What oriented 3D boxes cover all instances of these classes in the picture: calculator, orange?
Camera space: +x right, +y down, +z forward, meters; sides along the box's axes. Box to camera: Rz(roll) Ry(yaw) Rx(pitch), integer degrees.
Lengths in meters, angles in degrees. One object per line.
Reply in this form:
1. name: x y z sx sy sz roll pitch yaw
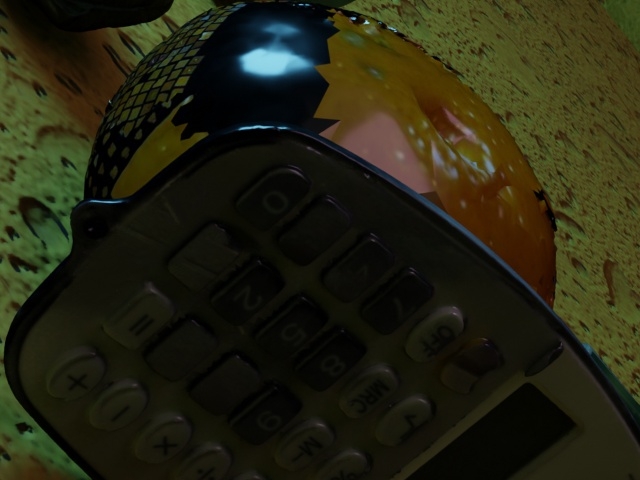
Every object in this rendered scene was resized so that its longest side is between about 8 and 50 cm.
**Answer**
1. calculator: 0.005 0.064 0.625 0.268 0.177 0.040 41 18 -30
2. orange: 0.000 0.000 0.740 0.234 0.182 0.234 37 37 -34

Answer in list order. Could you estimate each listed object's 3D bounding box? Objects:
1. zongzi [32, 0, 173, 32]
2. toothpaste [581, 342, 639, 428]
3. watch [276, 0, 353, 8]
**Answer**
1. zongzi: -0.157 -0.214 0.920 0.112 0.242 0.221 -6 87 -25
2. toothpaste: 0.233 0.141 1.189 0.204 0.031 0.049 48 -1 -11
3. watch: -0.020 -0.267 1.123 0.193 0.211 0.211 42 13 32
